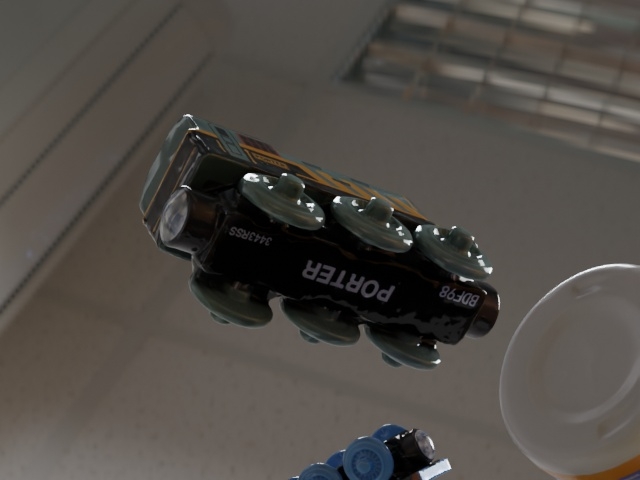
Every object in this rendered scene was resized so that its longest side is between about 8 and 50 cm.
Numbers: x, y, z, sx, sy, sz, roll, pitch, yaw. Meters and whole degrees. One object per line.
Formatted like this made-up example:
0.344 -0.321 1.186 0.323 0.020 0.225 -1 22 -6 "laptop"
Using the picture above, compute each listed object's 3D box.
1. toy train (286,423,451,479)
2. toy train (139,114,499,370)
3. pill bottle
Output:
0.025 0.221 1.328 0.105 0.184 0.080 61 -157 8 "toy train"
0.000 0.000 1.442 0.334 0.142 0.190 16 -159 -30 "toy train"
0.260 0.140 1.172 0.272 0.152 0.152 35 -162 -38 "pill bottle"
